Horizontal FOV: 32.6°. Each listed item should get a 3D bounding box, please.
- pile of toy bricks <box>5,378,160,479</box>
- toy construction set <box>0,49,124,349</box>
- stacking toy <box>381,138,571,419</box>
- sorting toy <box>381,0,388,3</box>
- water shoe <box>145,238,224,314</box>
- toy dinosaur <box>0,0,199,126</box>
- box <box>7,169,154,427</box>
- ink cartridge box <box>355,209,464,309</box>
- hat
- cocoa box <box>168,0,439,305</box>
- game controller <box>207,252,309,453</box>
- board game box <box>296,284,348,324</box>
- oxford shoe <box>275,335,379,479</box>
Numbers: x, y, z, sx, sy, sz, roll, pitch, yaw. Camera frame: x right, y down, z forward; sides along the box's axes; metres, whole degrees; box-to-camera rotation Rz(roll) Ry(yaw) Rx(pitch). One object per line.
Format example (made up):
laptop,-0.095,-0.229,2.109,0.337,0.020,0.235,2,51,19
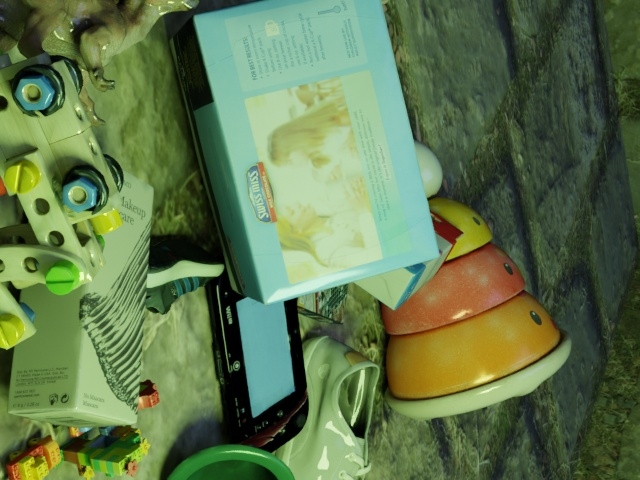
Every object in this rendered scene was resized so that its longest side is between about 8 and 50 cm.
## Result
pile of toy bricks,-0.246,0.244,1.241,0.212,0.105,0.118,-36,123,-55
toy construction set,-0.311,-0.061,1.035,0.151,0.215,0.328,-91,161,-59
stacking toy,0.215,0.047,1.953,0.350,0.350,0.480,-30,101,-58
sorting toy,0.076,-0.537,1.869,0.208,0.038,0.193,43,55,-49
water shoe,-0.198,0.049,1.381,0.203,0.073,0.080,-5,125,-64
toy dinosaur,-0.277,-0.248,1.154,0.295,0.127,0.200,13,69,-45
box,-0.255,0.059,1.186,0.113,0.094,0.275,30,57,-59
ink cartridge box,0.129,0.012,1.786,0.231,0.134,0.078,-31,152,-57
hat,-0.122,0.309,1.519,0.183,0.208,0.173,-114,-143,-64
cocoa box,-0.027,-0.119,1.351,0.228,0.231,0.347,-171,-113,-75
game controller,-0.087,0.153,1.573,0.166,0.067,0.319,-32,119,-57
board game box,0.000,0.000,1.749,0.165,0.042,0.243,29,67,-59
oxford shoe,0.009,0.374,1.704,0.169,0.130,0.450,25,71,-61
